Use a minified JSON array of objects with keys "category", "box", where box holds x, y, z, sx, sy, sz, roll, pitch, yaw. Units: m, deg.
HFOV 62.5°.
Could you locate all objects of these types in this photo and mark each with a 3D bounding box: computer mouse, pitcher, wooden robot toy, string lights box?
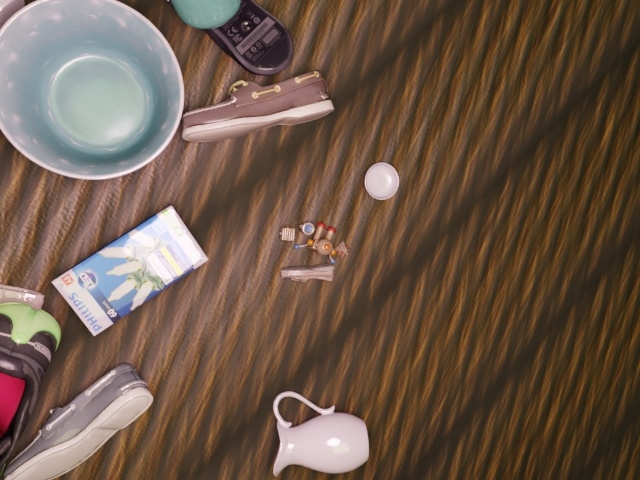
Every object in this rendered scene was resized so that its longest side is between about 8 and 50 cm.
[{"category":"computer mouse","box":[-0.162,-0.446,1.079,0.188,0.072,0.272,-41,92,-8]},{"category":"pitcher","box":[-0.003,0.423,1.170,0.206,0.125,0.178,-2,79,-5]},{"category":"wooden robot toy","box":[0.000,0.000,1.150,0.173,0.079,0.076,22,88,-17]},{"category":"string lights box","box":[-0.369,0.054,1.046,0.259,0.076,0.133,-35,104,-11]}]

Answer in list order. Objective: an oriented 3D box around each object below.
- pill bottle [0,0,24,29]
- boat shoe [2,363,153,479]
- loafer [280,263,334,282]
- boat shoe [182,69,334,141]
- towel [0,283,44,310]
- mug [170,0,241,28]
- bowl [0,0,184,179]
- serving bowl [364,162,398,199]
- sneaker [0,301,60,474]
[{"category":"pill bottle","box":[-0.624,-0.454,0.914,0.186,0.112,0.112,39,83,-15]},{"category":"boat shoe","box":[-0.484,0.366,1.044,0.319,0.116,0.099,-36,60,-4]},{"category":"loafer","box":[-0.028,0.077,1.168,0.125,0.045,0.039,-4,102,-19]},{"category":"boat shoe","box":[-0.131,-0.275,1.075,0.324,0.116,0.097,-17,94,-19]},{"category":"towel","box":[-0.683,0.161,0.978,0.281,0.049,0.187,14,92,-18]},{"category":"mug","box":[-0.199,-0.456,0.973,0.157,0.097,0.130,0,56,12]},{"category":"bowl","box":[-0.413,-0.264,0.964,0.311,0.163,0.312,-2,95,-17]},{"category":"serving bowl","box":[0.136,-0.135,1.206,0.083,0.027,0.084,-1,94,-16]},{"category":"sneaker","box":[-0.613,0.330,0.901,0.185,0.202,0.483,23,105,-20]}]
